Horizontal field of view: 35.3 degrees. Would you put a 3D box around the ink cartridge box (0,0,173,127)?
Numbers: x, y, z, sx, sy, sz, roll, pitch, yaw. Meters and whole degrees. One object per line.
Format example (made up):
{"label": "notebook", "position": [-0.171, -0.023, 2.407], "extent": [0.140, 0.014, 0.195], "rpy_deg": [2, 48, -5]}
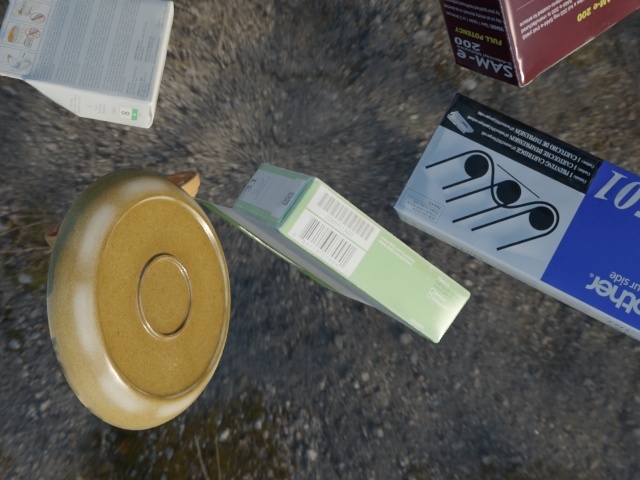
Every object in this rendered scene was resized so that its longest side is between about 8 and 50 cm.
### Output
{"label": "ink cartridge box", "position": [-0.298, -0.233, 1.204], "extent": [0.224, 0.056, 0.181], "rpy_deg": [9, 54, -7]}

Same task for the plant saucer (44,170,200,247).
{"label": "plant saucer", "position": [-0.237, -0.030, 1.231], "extent": [0.200, 0.200, 0.037], "rpy_deg": [-23, 104, -1]}

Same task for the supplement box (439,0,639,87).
{"label": "supplement box", "position": [0.123, -0.231, 0.613], "extent": [0.130, 0.073, 0.239], "rpy_deg": [-33, 125, -17]}

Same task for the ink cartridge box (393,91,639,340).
{"label": "ink cartridge box", "position": [0.165, -0.015, 0.704], "extent": [0.207, 0.046, 0.097], "rpy_deg": [28, 86, 15]}

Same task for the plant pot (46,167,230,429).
{"label": "plant pot", "position": [-0.148, 0.051, 0.907], "extent": [0.032, 0.236, 0.236], "rpy_deg": [-3, 95, 30]}

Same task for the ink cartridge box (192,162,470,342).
{"label": "ink cartridge box", "position": [0.000, 0.000, 0.863], "extent": [0.171, 0.235, 0.056], "rpy_deg": [35, 86, -24]}
